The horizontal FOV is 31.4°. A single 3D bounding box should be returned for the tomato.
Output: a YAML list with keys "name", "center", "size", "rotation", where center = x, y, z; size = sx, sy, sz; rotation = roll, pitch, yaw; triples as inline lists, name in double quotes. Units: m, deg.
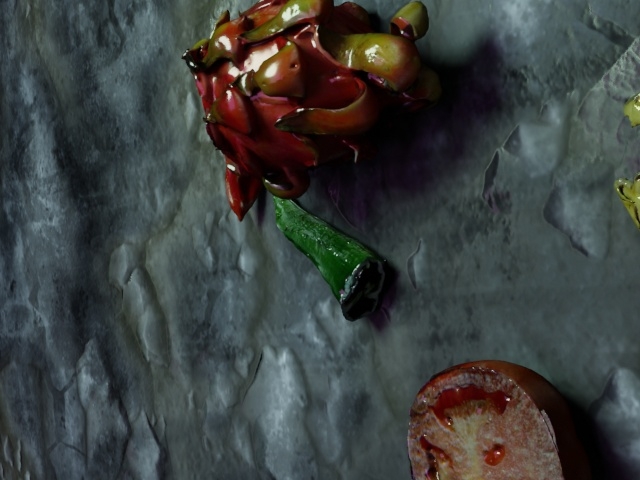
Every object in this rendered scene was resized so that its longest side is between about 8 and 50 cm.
- name: "tomato"
  center: [0.188, 0.226, 1.148]
  size: [0.225, 0.085, 0.224]
  rotation: [9, 103, 48]

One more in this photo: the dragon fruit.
- name: "dragon fruit"
  center: [-0.014, -0.168, 1.266]
  size: [0.227, 0.243, 0.307]
  rotation: [57, 171, -24]

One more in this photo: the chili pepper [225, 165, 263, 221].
- name: "chili pepper"
  center: [-0.094, -0.118, 1.487]
  size: [0.050, 0.059, 0.191]
  rotation: [13, 100, 41]

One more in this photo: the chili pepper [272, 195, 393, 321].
- name: "chili pepper"
  center: [0.000, 0.000, 1.389]
  size: [0.227, 0.059, 0.088]
  rotation: [47, 122, 43]

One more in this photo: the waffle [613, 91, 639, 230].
- name: "waffle"
  center: [0.358, -0.062, 0.946]
  size: [0.250, 0.056, 0.261]
  rotation: [-46, 57, 42]
